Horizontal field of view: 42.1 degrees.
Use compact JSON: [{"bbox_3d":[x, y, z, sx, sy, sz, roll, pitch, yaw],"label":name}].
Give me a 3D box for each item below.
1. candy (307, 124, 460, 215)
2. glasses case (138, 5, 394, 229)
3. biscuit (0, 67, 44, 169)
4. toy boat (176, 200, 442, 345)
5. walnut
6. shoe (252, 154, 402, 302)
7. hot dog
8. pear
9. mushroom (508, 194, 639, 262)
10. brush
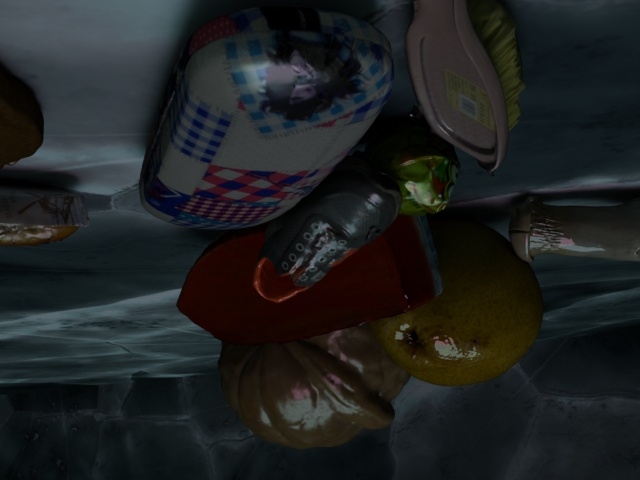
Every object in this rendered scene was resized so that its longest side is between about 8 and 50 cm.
[{"bbox_3d":[-0.001,-0.055,0.740,0.262,0.073,0.077,-4,150,32],"label":"candy"},{"bbox_3d":[-0.055,-0.071,0.594,0.125,0.076,0.327,3,164,-19],"label":"glasses case"},{"bbox_3d":[-0.327,-0.082,0.533,0.257,0.049,0.273,-11,163,28],"label":"biscuit"},{"bbox_3d":[-0.020,0.028,0.917,0.331,0.145,0.133,-13,-168,35],"label":"toy boat"},{"bbox_3d":[-0.001,0.165,1.212,0.296,0.285,0.285,-44,158,7],"label":"walnut"},{"bbox_3d":[0.001,0.000,0.691,0.074,0.077,0.194,34,150,-13],"label":"shoe"},{"bbox_3d":[-0.304,-0.022,0.734,0.192,0.053,0.099,-2,-173,-26],"label":"hot dog"},{"bbox_3d":[0.152,0.073,0.981,0.208,0.209,0.209,-4,167,-1],"label":"pear"},{"bbox_3d":[0.320,-0.013,0.940,0.223,0.092,0.081,-4,123,-13],"label":"mushroom"},{"bbox_3d":[0.078,-0.128,0.455,0.072,0.067,0.313,31,173,22],"label":"brush"}]
